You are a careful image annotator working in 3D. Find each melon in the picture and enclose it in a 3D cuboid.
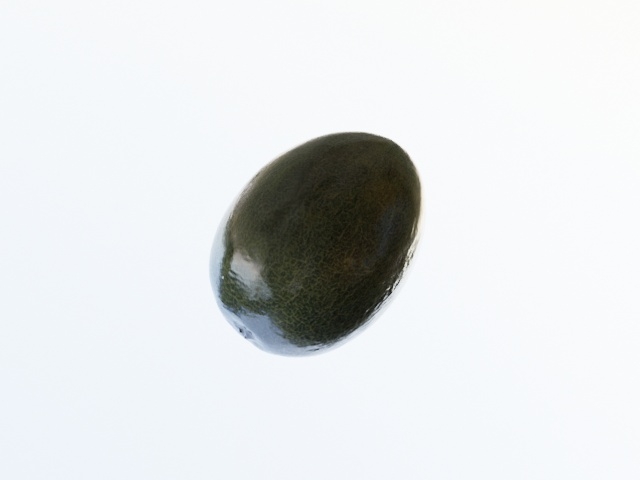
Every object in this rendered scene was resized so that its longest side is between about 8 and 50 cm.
[{"bbox_3d":[0.000,0.000,0.802,0.098,0.131,0.098,32,161,13],"label":"melon"}]
